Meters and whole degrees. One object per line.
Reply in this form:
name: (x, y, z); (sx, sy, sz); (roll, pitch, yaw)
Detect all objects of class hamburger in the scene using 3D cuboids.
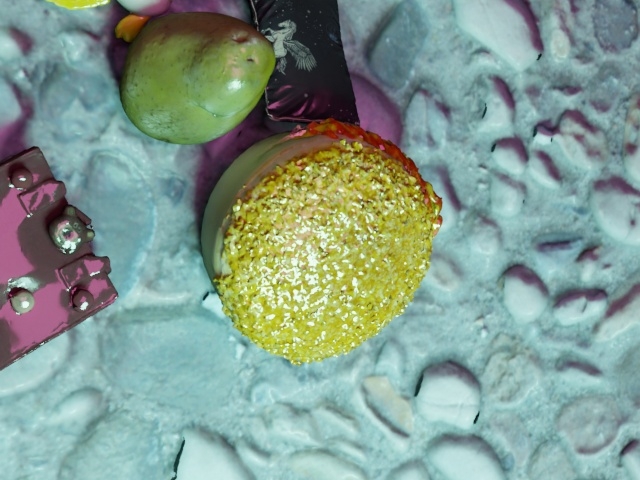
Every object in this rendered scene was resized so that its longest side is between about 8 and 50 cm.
hamburger: (0.000, 0.000, 1.354); (0.276, 0.179, 0.294); (41, 83, -34)

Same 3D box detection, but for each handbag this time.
handbag: (-0.349, 0.028, 1.258); (0.216, 0.074, 0.203); (-32, 106, -23)

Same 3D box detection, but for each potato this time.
potato: (-0.136, -0.188, 1.295); (0.157, 0.194, 0.157); (3, 85, -39)

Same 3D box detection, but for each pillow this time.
pillow: (-0.023, -0.235, 1.402); (0.141, 0.055, 0.208); (3, 67, -34)

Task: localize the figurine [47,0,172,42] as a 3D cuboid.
figurine: (-0.249, -0.311, 1.295); (0.178, 0.109, 0.130); (27, 101, -22)
